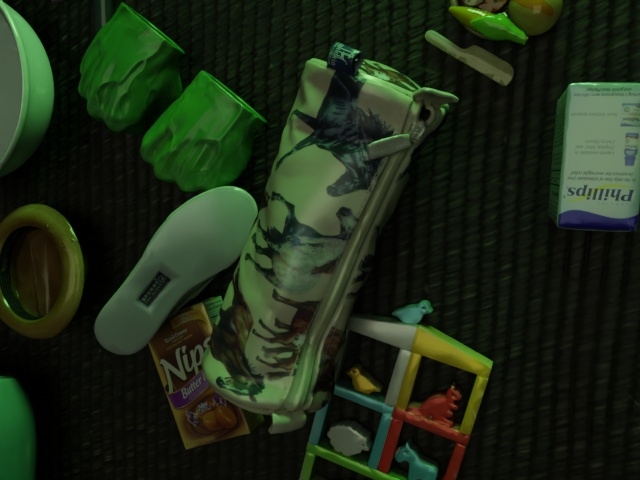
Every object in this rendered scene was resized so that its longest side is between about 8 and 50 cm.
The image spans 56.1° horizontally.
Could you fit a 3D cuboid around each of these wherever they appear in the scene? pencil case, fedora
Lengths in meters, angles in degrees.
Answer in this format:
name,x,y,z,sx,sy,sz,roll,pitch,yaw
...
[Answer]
name,x,y,z,sx,sy,sz,roll,pitch,yaw
pencil case,0.000,0.000,0.679,0.160,0.183,0.409,16,101,-24
fedora,-0.400,0.045,0.881,0.195,0.079,0.194,0,90,20

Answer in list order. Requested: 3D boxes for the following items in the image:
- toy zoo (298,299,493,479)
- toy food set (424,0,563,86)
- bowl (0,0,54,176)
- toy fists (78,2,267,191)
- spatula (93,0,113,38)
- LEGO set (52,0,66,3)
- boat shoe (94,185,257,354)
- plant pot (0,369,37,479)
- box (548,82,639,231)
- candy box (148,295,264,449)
name,x,y,z,sx,sy,sz,roll,pitch,yaw
toy zoo,0.093,0.215,0.755,0.193,0.030,0.292,18,102,17
toy food set,0.206,-0.282,0.657,0.133,0.038,0.192,33,105,13
bowl,-0.484,-0.212,0.852,0.298,0.134,0.297,2,96,19
toy fists,-0.201,-0.173,0.782,0.279,0.096,0.142,42,99,11
spatula,-0.294,-0.385,0.822,0.084,0.030,0.296,8,99,19
LEGO set,-0.430,-0.426,0.844,0.087,0.093,0.227,-16,85,-11
boat shoe,-0.179,0.033,0.771,0.096,0.088,0.267,37,100,-9
plant pot,-0.553,0.304,0.865,0.293,0.293,0.234,4,80,19
box,0.277,-0.083,0.609,0.072,0.126,0.137,4,98,17
candy box,-0.162,0.182,0.829,0.109,0.053,0.186,-21,87,21
